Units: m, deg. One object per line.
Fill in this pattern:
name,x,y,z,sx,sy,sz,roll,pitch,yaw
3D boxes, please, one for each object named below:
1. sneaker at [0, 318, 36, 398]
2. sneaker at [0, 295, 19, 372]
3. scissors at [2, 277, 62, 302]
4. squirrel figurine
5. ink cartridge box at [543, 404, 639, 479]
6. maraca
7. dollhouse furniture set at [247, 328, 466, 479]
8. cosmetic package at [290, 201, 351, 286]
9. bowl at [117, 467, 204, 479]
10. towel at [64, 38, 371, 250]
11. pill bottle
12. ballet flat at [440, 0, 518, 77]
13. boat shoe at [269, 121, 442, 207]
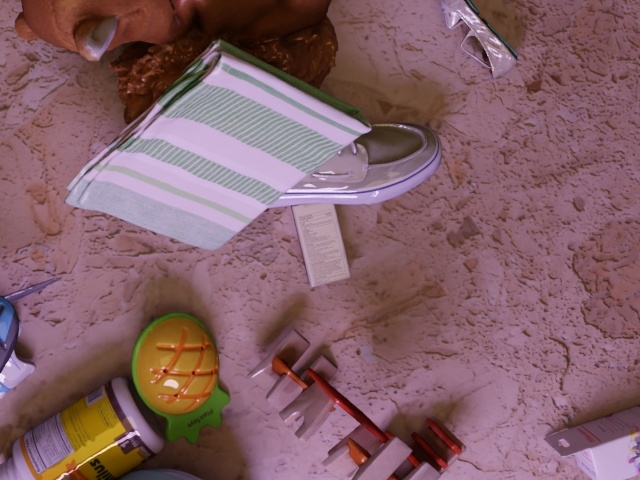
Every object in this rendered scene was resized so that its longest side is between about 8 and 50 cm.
sneaker,-0.444,0.112,1.580,0.083,0.071,0.191,-31,106,-8
sneaker,-0.477,0.172,1.492,0.125,0.139,0.341,47,115,3
scissors,-0.476,0.112,1.521,0.297,0.021,0.109,-12,129,-25
squirrel figurine,-0.165,-0.276,1.426,0.370,0.281,0.397,-32,129,-32
ink cartridge box,0.414,0.286,1.660,0.181,0.104,0.061,-17,97,-3
maraca,-0.185,0.184,1.593,0.127,0.099,0.186,-31,114,-25
dollhouse furniture set,0.068,0.247,1.563,0.135,0.262,0.259,-46,132,-2
cosmetic package,0.000,0.000,1.620,0.060,0.041,0.115,-12,97,-4
bowl,-0.193,0.413,1.541,0.311,0.311,0.163,38,52,-8
towel,-0.127,-0.099,1.455,0.248,0.038,0.325,21,137,-37
pill bottle,-0.323,0.282,1.578,0.215,0.117,0.117,-32,98,-1
ballet flat,0.199,-0.289,1.606,0.052,0.057,0.168,-41,98,9
boat shoe,0.013,-0.106,1.566,0.302,0.094,0.109,-11,62,-3
